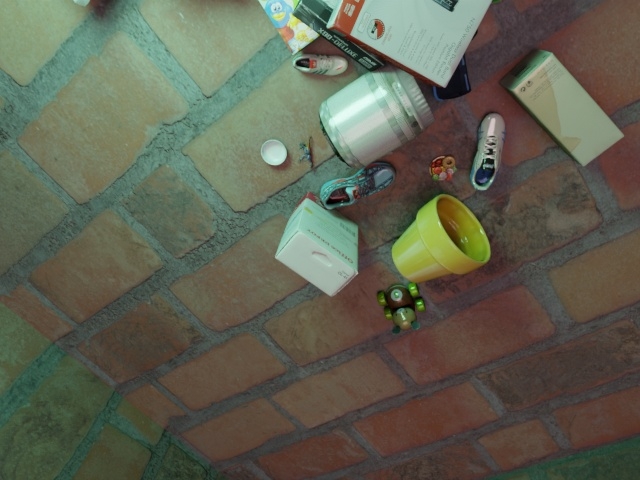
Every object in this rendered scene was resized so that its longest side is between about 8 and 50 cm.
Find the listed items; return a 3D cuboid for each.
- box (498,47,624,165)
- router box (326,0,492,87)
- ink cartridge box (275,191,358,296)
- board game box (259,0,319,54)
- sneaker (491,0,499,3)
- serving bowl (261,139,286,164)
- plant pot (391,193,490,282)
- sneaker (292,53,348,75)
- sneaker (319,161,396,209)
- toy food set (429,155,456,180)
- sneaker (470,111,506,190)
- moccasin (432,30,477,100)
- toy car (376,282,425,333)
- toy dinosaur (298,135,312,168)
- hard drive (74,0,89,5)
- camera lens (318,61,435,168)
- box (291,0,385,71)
[{"bbox_3d":[0.653,-0.363,1.095,0.311,0.148,0.121,39,118,-13],"label":"box"},{"bbox_3d":[0.221,-0.558,0.867,0.302,0.082,0.335,20,109,-18],"label":"router box"},{"bbox_3d":[0.000,0.000,1.286,0.226,0.306,0.131,36,117,-12],"label":"ink cartridge box"},{"bbox_3d":[-0.083,-0.646,1.024,0.142,0.144,0.275,-28,113,20],"label":"board game box"},{"bbox_3d":[0.351,-0.690,0.957,0.296,0.123,0.109,40,116,-16],"label":"sneaker"},{"bbox_3d":[-0.149,-0.289,1.301,0.084,0.027,0.083,3,119,5],"label":"serving bowl"},{"bbox_3d":[0.371,0.017,1.303,0.254,0.253,0.239,38,133,-14],"label":"plant pot"},{"bbox_3d":[-0.003,-0.497,1.137,0.162,0.075,0.057,7,120,4],"label":"sneaker"},{"bbox_3d":[0.122,-0.160,1.285,0.262,0.125,0.104,-21,115,18],"label":"sneaker"},{"bbox_3d":[0.389,-0.227,1.274,0.084,0.020,0.082,-9,118,11],"label":"toy food set"},{"bbox_3d":[0.508,-0.261,1.204,0.085,0.086,0.237,3,118,7],"label":"sneaker"},{"bbox_3d":[0.349,-0.542,1.040,0.117,0.137,0.341,0,138,16],"label":"moccasin"},{"bbox_3d":[0.301,0.268,1.468,0.155,0.188,0.148,-20,115,17],"label":"toy car"},{"bbox_3d":[-0.038,-0.275,1.291,0.090,0.047,0.082,-38,127,13],"label":"toy dinosaur"},{"bbox_3d":[-0.640,-0.785,1.003,0.203,0.040,0.307,-40,84,25],"label":"hard drive"},{"bbox_3d":[0.150,-0.347,1.120,0.275,0.219,0.219,-28,113,21],"label":"camera lens"},{"bbox_3d":[0.110,-0.612,0.958,0.243,0.076,0.307,28,89,-21],"label":"box"}]
